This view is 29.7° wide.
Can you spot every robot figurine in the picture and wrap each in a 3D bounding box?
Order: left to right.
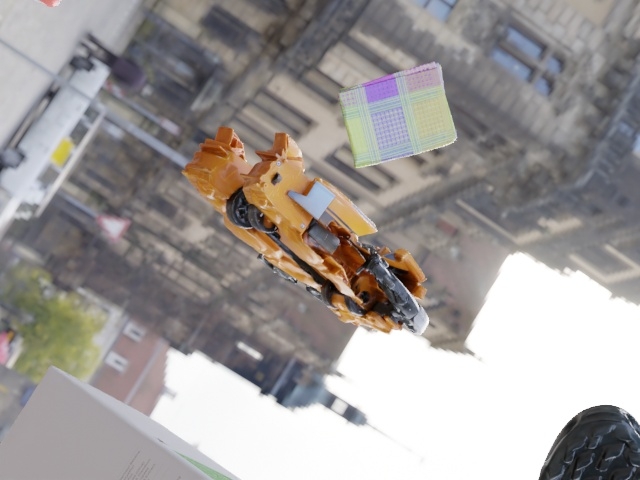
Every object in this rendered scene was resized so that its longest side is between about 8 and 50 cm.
[{"bbox_3d":[0.000,0.000,1.267,0.211,0.291,0.085,13,-114,51],"label":"robot figurine"}]

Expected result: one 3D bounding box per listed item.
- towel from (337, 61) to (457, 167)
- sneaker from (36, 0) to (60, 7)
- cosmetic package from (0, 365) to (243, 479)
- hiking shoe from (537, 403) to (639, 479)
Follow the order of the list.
[{"bbox_3d":[0.055,-0.088,0.852,0.083,0.060,0.009,-18,-169,-18],"label":"towel"},{"bbox_3d":[-0.248,-0.416,1.377,0.350,0.148,0.131,-51,-163,-5],"label":"sneaker"},{"bbox_3d":[-0.174,0.280,1.240,0.365,0.197,0.155,22,-102,51],"label":"cosmetic package"},{"bbox_3d":[0.259,0.245,1.166,0.132,0.113,0.304,-78,166,-46],"label":"hiking shoe"}]
